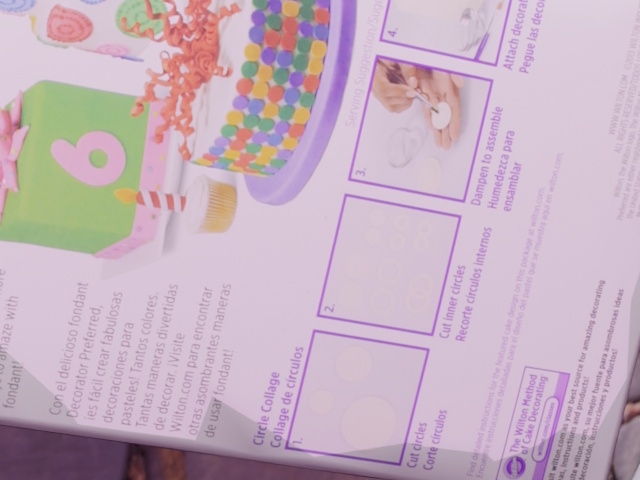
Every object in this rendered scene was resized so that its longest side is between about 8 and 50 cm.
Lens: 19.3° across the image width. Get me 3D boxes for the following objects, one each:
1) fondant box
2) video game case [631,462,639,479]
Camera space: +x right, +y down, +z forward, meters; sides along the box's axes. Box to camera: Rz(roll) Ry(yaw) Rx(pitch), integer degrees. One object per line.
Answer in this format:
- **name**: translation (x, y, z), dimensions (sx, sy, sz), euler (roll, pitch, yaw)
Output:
- **fondant box**: translation (-0.019, -0.034, 0.776), dimensions (0.330, 0.096, 0.238), euler (10, 98, -19)
- **video game case**: translation (0.276, 0.131, 1.155), dimensions (0.190, 0.022, 0.173), euler (25, 92, -38)
